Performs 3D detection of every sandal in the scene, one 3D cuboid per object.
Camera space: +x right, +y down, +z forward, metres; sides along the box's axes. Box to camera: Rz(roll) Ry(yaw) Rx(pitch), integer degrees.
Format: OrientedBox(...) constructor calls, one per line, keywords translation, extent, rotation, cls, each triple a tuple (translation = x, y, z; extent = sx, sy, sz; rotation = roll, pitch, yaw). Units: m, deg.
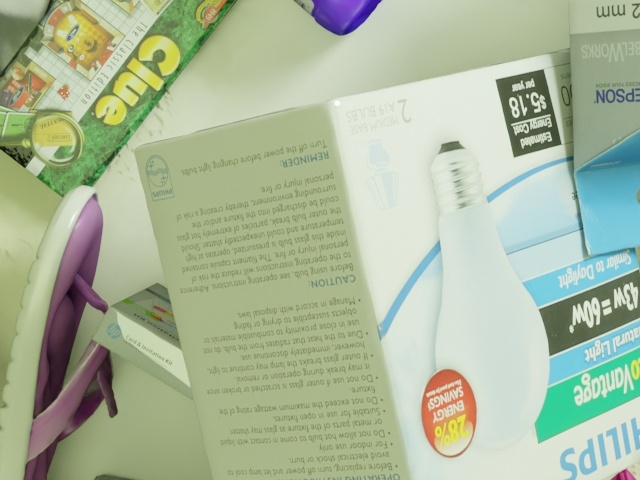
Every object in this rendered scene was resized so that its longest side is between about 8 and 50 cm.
OrientedBox(translation=(-0.237, 0.150, 1.648), extent=(0.102, 0.169, 0.416), rotation=(15, 104, 0), cls="sandal")

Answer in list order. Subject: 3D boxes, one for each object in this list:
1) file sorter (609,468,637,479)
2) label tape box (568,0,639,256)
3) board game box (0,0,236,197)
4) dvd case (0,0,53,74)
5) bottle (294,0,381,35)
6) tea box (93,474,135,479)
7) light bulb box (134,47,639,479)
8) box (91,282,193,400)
OrientedBox(translation=(0.257, 0.364, 1.532), extent=(0.202, 0.291, 0.182), rotation=(-42, 92, 10), cls="file sorter")
OrientedBox(translation=(0.325, -0.171, 1.481), extent=(0.115, 0.249, 0.348), rotation=(0, 96, 48), cls="label tape box")
OrientedBox(translation=(-0.204, -0.172, 1.664), extent=(0.136, 0.030, 0.260), rotation=(37, 99, -7), cls="board game box")
OrientedBox(translation=(-0.321, -0.279, 1.682), extent=(0.164, 0.018, 0.221), rotation=(27, 99, 5), cls="dvd case")
OrientedBox(translation=(-0.056, -0.305, 1.592), extent=(0.283, 0.118, 0.092), rotation=(42, 100, 3), cls="bottle")
OrientedBox(translation=(-0.102, 0.373, 1.561), extent=(0.323, 0.329, 0.220), rotation=(12, 97, 5), cls="tea box")
OrientedBox(translation=(0.080, 0.052, 1.465), extent=(0.225, 0.358, 0.361), rotation=(-9, 96, 44), cls="light bulb box")
OrientedBox(translation=(-0.117, 0.099, 1.607), extent=(0.145, 0.186, 0.038), rotation=(31, 99, 5), cls="box")
